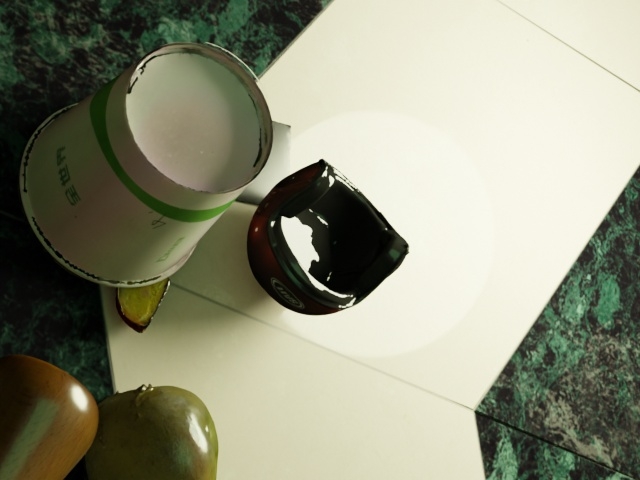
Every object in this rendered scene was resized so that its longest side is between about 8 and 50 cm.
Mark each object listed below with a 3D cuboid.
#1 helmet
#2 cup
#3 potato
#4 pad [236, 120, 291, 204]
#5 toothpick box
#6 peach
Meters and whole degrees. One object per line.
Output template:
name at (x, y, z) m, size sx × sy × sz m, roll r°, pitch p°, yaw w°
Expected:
helmet at (0.000, 0.000, 1.859) m, size 0.189 × 0.193 × 0.216 m, roll 44°, pitch 48°, yaw -17°
cup at (-0.202, -0.099, 1.662) m, size 0.253 × 0.274 × 0.253 m, roll 12°, pitch 65°, yaw -27°
potato at (-0.183, 0.259, 1.692) m, size 0.182 × 0.117 × 0.202 m, roll 18°, pitch 50°, yaw -38°
pad at (-0.119, -0.117, 1.913) m, size 0.190 × 0.004 × 0.127 m, roll 11°, pitch 75°, yaw -34°
toothpick box at (-0.371, 0.282, 1.544) m, size 0.192 × 0.192 × 0.294 m, roll 41°, pitch 53°, yaw -23°
peach at (-0.226, 0.076, 1.765) m, size 0.077 × 0.050 × 0.083 m, roll -12°, pitch 72°, yaw -28°
